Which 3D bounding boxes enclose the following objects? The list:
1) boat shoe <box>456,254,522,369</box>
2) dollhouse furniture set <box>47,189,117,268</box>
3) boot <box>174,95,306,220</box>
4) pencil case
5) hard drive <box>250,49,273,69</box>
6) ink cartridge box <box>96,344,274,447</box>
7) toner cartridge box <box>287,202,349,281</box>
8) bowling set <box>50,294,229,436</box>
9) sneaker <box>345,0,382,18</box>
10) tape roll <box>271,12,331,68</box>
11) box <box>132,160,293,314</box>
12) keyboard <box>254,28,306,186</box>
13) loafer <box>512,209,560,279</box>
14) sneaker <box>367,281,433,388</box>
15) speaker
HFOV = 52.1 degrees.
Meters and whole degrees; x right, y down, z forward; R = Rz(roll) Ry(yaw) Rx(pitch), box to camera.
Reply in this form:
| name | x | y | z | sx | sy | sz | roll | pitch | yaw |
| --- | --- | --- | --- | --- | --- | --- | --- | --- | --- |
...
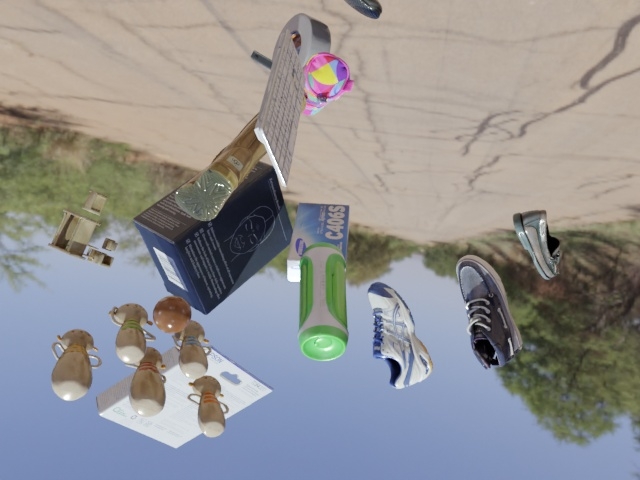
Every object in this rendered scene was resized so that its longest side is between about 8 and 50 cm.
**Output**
| name | x | y | z | sx | sy | sz | roll | pitch | yaw |
| --- | --- | --- | --- | --- | --- | --- | --- | --- | --- |
| boat shoe | 0.485 | 0.217 | 1.946 | 0.127 | 0.340 | 0.158 | -27 | -178 | 39 |
| dollhouse furniture set | -0.630 | -0.037 | 1.807 | 0.101 | 0.181 | 0.161 | 19 | 173 | 29 |
| boot | -0.158 | -0.173 | 1.336 | 0.089 | 0.269 | 0.236 | 46 | 146 | -16 |
| pencil case | -0.005 | -0.327 | 1.390 | 0.104 | 0.104 | 0.236 | 7 | -176 | -12 |
| hard drive | -0.098 | -0.419 | 1.619 | 0.135 | 0.022 | 0.094 | 34 | -171 | 15 |
| ink cartridge box | -0.336 | 0.388 | 1.675 | 0.324 | 0.330 | 0.071 | 51 | -172 | -50 |
| toner cartridge box | 0.000 | 0.000 | 1.943 | 0.165 | 0.075 | 0.348 | 2 | -150 | 3 |
| bowling set | -0.236 | 0.156 | 0.990 | 0.287 | 0.200 | 0.154 | 25 | -166 | -23 |
| sneaker | 0.088 | -0.774 | 1.877 | 0.330 | 0.146 | 0.122 | 50 | -172 | 21 |
| tape roll | -0.060 | -0.557 | 1.952 | 0.072 | 0.219 | 0.219 | 12 | 178 | -34 |
| box | -0.304 | -0.032 | 1.965 | 0.212 | 0.293 | 0.395 | 25 | -127 | 38 |
| keyboard | -0.039 | -0.160 | 0.746 | 0.014 | 0.072 | 0.256 | -17 | -144 | 17 |
| loafer | 0.573 | 0.014 | 1.668 | 0.084 | 0.096 | 0.267 | -20 | 138 | 26 |
| sneaker | 0.190 | 0.259 | 1.783 | 0.131 | 0.296 | 0.112 | -25 | 173 | -23 |
| speaker | 0.006 | 0.147 | 1.635 | 0.131 | 0.131 | 0.296 | 7 | -135 | -8 |
